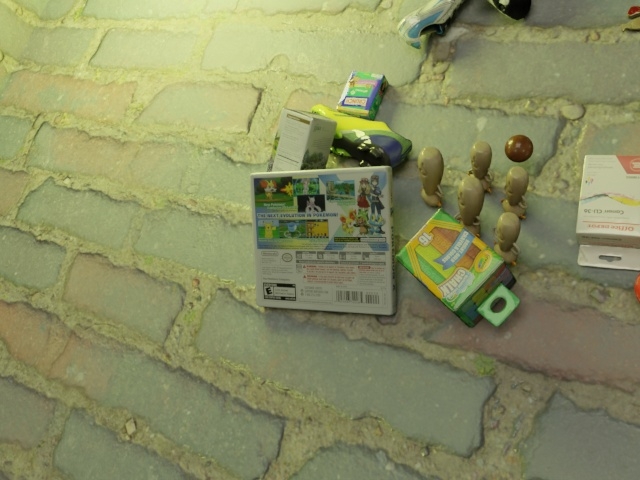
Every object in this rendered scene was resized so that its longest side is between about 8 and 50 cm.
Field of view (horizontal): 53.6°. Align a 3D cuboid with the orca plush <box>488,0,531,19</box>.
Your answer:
[{"bbox_3d":[0.401,-0.635,1.404,0.151,0.102,0.288,-3,71,-8],"label":"orca plush"}]

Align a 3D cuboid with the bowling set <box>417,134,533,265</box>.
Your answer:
[{"bbox_3d":[0.343,-0.097,1.239,0.199,0.154,0.287,-31,55,-11],"label":"bowling set"}]

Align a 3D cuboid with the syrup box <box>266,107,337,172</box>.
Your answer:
[{"bbox_3d":[-0.052,-0.171,1.429,0.096,0.093,0.237,24,107,33],"label":"syrup box"}]

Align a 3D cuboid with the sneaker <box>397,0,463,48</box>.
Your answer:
[{"bbox_3d":[0.288,-0.540,1.481,0.237,0.085,0.086,-40,91,0],"label":"sneaker"}]

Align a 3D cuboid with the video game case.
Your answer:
[{"bbox_3d":[0.000,0.000,1.344,0.328,0.036,0.300,1,96,28],"label":"video game case"}]

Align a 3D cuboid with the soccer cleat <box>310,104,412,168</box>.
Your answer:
[{"bbox_3d":[0.088,-0.244,1.461,0.121,0.094,0.289,-32,47,-24],"label":"soccer cleat"}]

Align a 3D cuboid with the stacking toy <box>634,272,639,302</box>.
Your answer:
[{"bbox_3d":[0.648,-0.013,1.043,0.330,0.141,0.141,-50,56,8],"label":"stacking toy"}]

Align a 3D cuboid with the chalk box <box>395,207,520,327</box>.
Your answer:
[{"bbox_3d":[0.271,0.068,1.190,0.132,0.132,0.213,-48,56,2],"label":"chalk box"}]

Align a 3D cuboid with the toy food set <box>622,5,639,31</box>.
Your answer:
[{"bbox_3d":[0.675,-0.458,1.272,0.122,0.019,0.078,2,70,36],"label":"toy food set"}]

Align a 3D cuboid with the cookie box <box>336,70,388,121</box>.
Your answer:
[{"bbox_3d":[0.100,-0.344,1.508,0.091,0.040,0.107,15,78,31],"label":"cookie box"}]

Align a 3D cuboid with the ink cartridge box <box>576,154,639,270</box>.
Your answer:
[{"bbox_3d":[0.530,-0.052,1.144,0.115,0.067,0.198,4,71,28],"label":"ink cartridge box"}]
